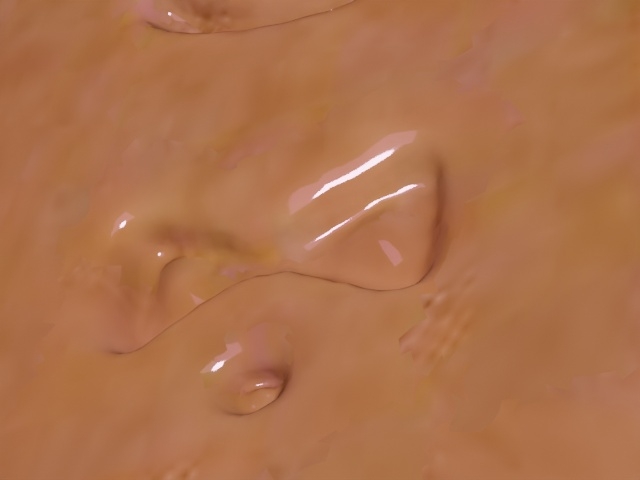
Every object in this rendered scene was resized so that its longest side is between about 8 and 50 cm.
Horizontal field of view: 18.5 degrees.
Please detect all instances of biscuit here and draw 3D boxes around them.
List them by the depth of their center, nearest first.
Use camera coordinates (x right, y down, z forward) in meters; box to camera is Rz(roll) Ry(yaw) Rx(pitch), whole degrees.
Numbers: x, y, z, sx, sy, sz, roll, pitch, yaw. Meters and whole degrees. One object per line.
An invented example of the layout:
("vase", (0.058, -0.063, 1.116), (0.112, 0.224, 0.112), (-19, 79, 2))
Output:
("biscuit", (-0.001, -0.002, 0.385), (0.275, 0.052, 0.355), (-9, 51, 22))
